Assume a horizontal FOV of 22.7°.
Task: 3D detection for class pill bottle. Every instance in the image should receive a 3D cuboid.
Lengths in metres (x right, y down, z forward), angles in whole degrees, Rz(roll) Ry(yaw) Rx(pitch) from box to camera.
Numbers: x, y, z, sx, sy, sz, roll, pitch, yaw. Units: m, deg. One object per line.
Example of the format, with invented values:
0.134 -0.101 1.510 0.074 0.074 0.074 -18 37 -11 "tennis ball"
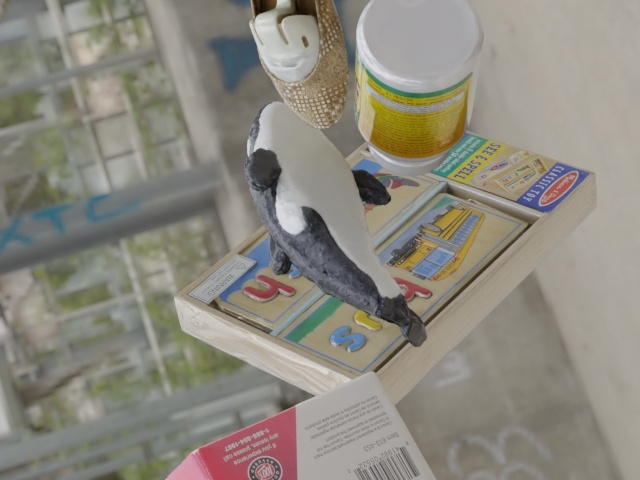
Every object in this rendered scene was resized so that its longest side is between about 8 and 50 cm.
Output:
0.090 -0.147 1.531 0.208 0.117 0.117 89 162 -65 "pill bottle"

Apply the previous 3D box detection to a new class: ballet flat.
-0.030 -0.178 1.140 0.067 0.073 0.206 -22 -80 -58 "ballet flat"

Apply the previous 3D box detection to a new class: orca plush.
0.000 0.000 1.501 0.287 0.151 0.102 49 128 23 "orca plush"

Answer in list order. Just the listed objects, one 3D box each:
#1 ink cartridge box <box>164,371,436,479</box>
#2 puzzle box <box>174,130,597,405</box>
0.015 0.240 1.157 0.237 0.172 0.100 60 144 13 "ink cartridge box"
0.077 0.012 1.722 0.272 0.409 0.052 22 138 34 "puzzle box"
